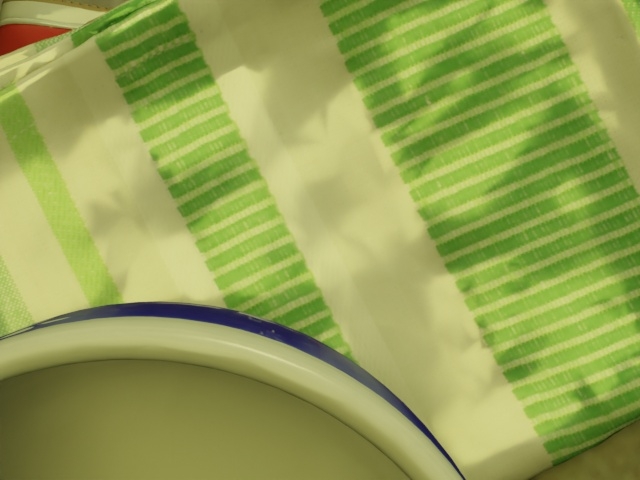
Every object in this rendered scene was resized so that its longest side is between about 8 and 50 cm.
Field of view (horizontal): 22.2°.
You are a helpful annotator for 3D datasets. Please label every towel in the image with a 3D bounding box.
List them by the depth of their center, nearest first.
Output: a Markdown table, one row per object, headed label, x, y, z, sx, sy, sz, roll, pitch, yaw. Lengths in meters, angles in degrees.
| label | x | y | z | sx | sy | sz | roll | pitch | yaw |
| --- | --- | --- | --- | --- | --- | --- | --- | --- | --- |
| towel | 0.000 | 0.000 | 0.622 | 0.324 | 0.038 | 0.248 | -28 | 94 | -1 |

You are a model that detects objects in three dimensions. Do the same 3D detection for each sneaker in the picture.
| label | x | y | z | sx | sy | sz | roll | pitch | yaw |
| --- | --- | --- | --- | --- | --- | --- | --- | --- | --- |
| sneaker | -0.077 | -0.058 | 0.657 | 0.118 | 0.042 | 0.067 | 8 | 79 | 10 |

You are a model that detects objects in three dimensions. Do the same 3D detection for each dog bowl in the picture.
| label | x | y | z | sx | sy | sz | roll | pitch | yaw |
| --- | --- | --- | --- | --- | --- | --- | --- | --- | --- |
| dog bowl | -0.060 | 0.154 | 0.562 | 0.264 | 0.104 | 0.265 | 0 | 94 | -1 |
